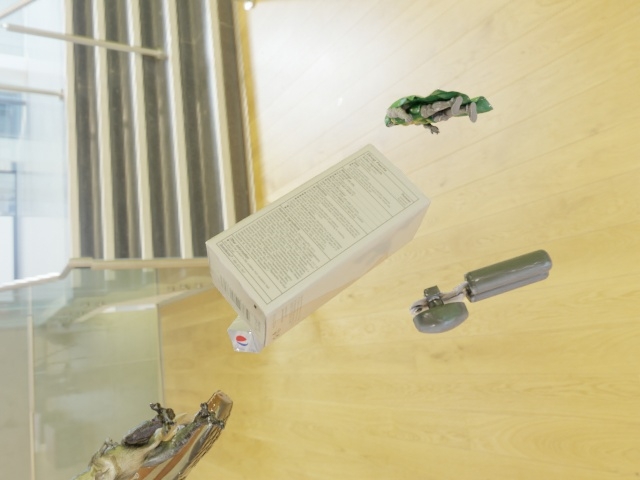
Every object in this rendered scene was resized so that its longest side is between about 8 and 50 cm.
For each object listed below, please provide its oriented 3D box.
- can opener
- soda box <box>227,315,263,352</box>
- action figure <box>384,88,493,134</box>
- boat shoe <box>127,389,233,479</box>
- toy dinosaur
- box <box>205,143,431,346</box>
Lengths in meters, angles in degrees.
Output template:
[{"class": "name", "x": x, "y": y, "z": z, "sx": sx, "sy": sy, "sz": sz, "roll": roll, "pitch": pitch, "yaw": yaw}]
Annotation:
[{"class": "can opener", "x": 0.298, "y": 0.098, "z": 1.021, "sx": 0.074, "sy": 0.280, "sz": 0.093, "roll": 71, "pitch": 177, "yaw": -61}, {"class": "soda box", "x": -0.193, "y": 0.249, "z": 1.834, "sx": 0.098, "sy": 0.286, "sz": 0.091, "roll": 0, "pitch": 120, "yaw": 25}, {"class": "action figure", "x": 0.200, "y": -0.247, "z": 1.071, "sx": 0.232, "sy": 0.137, "sz": 0.063, "roll": 10, "pitch": 87, "yaw": 60}, {"class": "boat shoe", "x": -0.324, "y": 0.459, "z": 1.197, "sx": 0.120, "sy": 0.122, "sz": 0.324, "roll": 36, "pitch": 86, "yaw": 13}, {"class": "toy dinosaur", "x": -0.182, "y": 0.223, "z": 0.613, "sx": 0.118, "sy": 0.268, "sz": 0.064, "roll": -38, "pitch": 79, "yaw": 19}, {"class": "box", "x": 0.000, "y": 0.000, "z": 0.824, "sx": 0.148, "sy": 0.311, "sz": 0.121, "roll": 48, "pitch": 155, "yaw": 21}]
